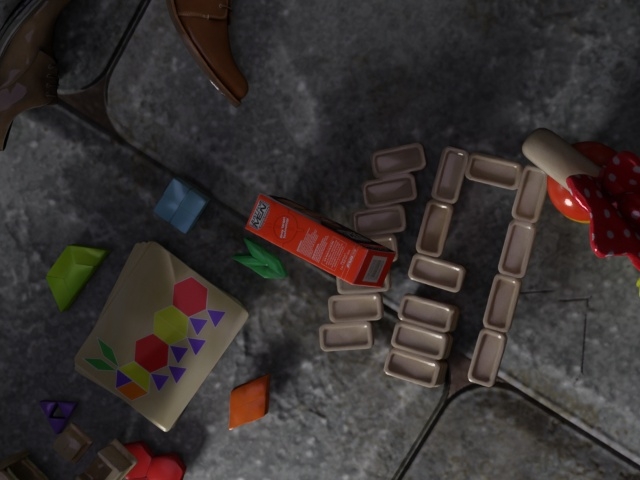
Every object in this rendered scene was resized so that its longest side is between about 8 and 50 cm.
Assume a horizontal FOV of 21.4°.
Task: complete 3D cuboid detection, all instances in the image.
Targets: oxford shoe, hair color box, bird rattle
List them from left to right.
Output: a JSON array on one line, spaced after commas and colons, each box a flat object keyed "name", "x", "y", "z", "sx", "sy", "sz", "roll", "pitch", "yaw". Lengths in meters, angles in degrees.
[{"name": "oxford shoe", "x": -0.313, "y": -0.197, "z": 1.839, "sx": 0.096, "sy": 0.083, "sz": 0.227, "roll": 32, "pitch": 104, "yaw": -10}, {"name": "oxford shoe", "x": -0.120, "y": -0.243, "z": 1.781, "sx": 0.076, "sy": 0.076, "sz": 0.212, "roll": -26, "pitch": 90, "yaw": 4}, {"name": "hair color box", "x": 0.000, "y": 0.000, "z": 1.757, "sx": 0.141, "sy": 0.072, "sz": 0.043, "roll": 27, "pitch": 98, "yaw": 26}, {"name": "bird rattle", "x": 0.273, "y": -0.033, "z": 1.627, "sx": 0.207, "sy": 0.253, "sz": 0.143, "roll": 39, "pitch": 105, "yaw": 32}]

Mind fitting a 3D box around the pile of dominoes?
[{"name": "pile of dominoes", "x": 0.120, "y": 0.024, "z": 1.778, "sx": 0.196, "sy": 0.040, "sz": 0.251, "roll": 16, "pitch": 92, "yaw": 16}]

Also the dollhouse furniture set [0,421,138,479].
[{"name": "dollhouse furniture set", "x": -0.313, "y": 0.234, "z": 1.867, "sx": 0.182, "sy": 0.101, "sz": 0.161, "roll": 43, "pitch": 102, "yaw": 6}]

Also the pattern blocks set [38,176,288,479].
[{"name": "pattern blocks set", "x": -0.178, "y": 0.108, "z": 1.855, "sx": 0.285, "sy": 0.026, "sz": 0.325, "roll": 45, "pitch": 105, "yaw": 5}]
